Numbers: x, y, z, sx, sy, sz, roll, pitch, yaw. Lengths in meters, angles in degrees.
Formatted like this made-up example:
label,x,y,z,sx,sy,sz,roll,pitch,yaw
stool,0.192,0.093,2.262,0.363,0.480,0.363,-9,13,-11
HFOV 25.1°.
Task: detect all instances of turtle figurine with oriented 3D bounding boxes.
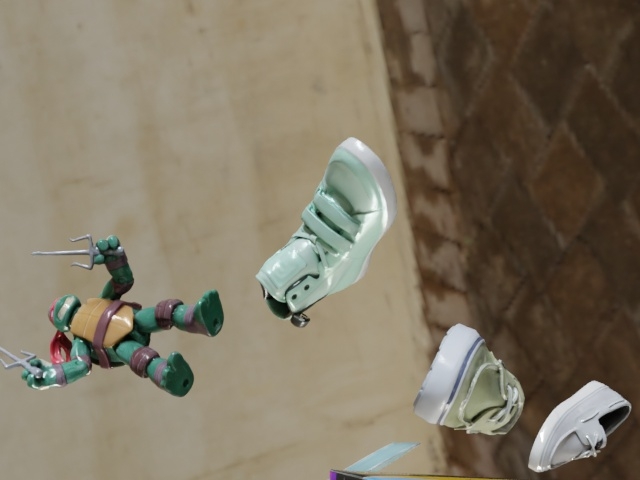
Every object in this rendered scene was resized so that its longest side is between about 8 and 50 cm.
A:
label,x,y,z,sx,sy,sz,roll,pitch,yaw
turtle figurine,-0.224,0.085,1.503,0.234,0.118,0.175,12,80,27

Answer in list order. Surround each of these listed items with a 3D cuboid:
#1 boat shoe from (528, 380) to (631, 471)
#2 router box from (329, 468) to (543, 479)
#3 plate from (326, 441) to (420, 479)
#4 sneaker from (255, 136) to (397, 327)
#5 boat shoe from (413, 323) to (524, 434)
label,x,y,z,sx,sy,sz,roll,pitch,yaw
boat shoe,0.315,0.232,1.731,0.063,0.184,0.066,24,118,30
router box,0.111,0.156,0.781,0.133,0.179,0.046,-3,80,61
plate,0.059,0.332,2.080,0.024,0.188,0.188,60,157,10
sneaker,0.000,0.001,1.675,0.094,0.151,0.256,41,147,22
boat shoe,0.173,0.159,1.569,0.094,0.109,0.302,25,180,14
